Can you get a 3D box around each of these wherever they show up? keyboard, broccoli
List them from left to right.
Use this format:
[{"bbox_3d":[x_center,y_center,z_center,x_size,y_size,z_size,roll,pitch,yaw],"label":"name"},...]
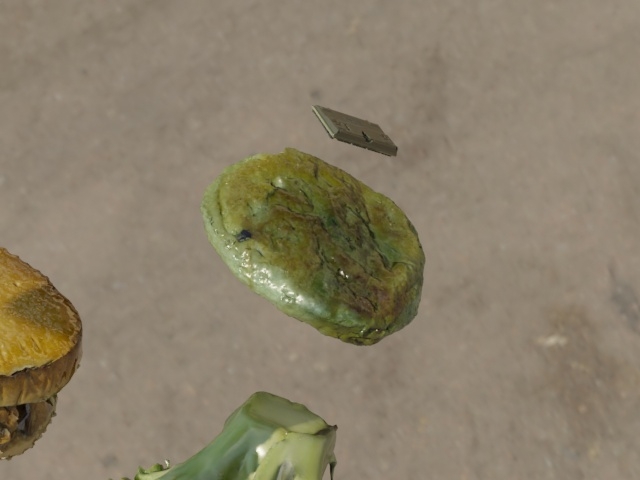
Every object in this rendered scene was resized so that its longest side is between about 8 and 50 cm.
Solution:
[{"bbox_3d":[-0.091,0.301,1.596,0.334,0.272,0.324,23,35,15],"label":"broccoli"},{"bbox_3d":[0.038,-0.121,1.885,0.015,0.129,0.049,-49,60,19],"label":"keyboard"}]

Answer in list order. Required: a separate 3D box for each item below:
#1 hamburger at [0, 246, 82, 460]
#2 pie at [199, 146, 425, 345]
[{"bbox_3d":[-0.274,0.095,1.294,0.182,0.118,0.191,-4,34,-27],"label":"hamburger"},{"bbox_3d":[0.000,0.000,1.897,0.078,0.277,0.277,-52,30,33],"label":"pie"}]
